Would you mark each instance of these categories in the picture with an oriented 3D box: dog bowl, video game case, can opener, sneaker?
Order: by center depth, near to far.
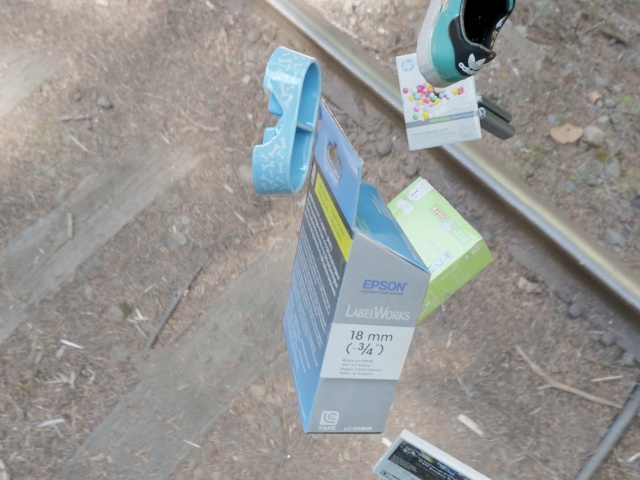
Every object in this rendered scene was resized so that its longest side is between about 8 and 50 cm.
[{"bbox_3d":[0.220,-0.364,0.864,0.108,0.121,0.303,13,83,-31],"label":"sneaker"},{"bbox_3d":[0.208,0.442,1.173,0.190,0.173,0.022,29,48,8],"label":"video game case"},{"bbox_3d":[-0.062,-0.230,1.251,0.074,0.166,0.298,11,96,14],"label":"dog bowl"},{"bbox_3d":[0.349,-0.294,1.464,0.283,0.095,0.076,14,61,-46],"label":"can opener"}]

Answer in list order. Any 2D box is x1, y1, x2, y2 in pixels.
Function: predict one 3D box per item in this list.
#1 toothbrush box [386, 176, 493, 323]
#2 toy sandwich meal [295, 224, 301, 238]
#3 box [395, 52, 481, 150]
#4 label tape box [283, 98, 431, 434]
[{"bbox_3d":[0.178,0.043,1.311,0.283,0.122,0.206,-41,55,2],"label":"toothbrush box"},{"bbox_3d":[0.000,0.000,0.957,0.085,0.085,0.029,31,108,8],"label":"toy sandwich meal"},{"bbox_3d":[0.235,-0.282,1.246,0.145,0.038,0.186,-8,98,9],"label":"box"},{"bbox_3d":[0.039,0.028,0.763,0.105,0.334,0.241,5,26,-13],"label":"label tape box"}]
